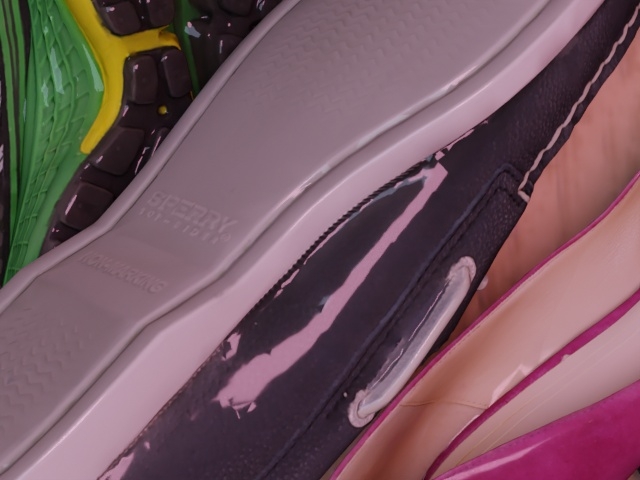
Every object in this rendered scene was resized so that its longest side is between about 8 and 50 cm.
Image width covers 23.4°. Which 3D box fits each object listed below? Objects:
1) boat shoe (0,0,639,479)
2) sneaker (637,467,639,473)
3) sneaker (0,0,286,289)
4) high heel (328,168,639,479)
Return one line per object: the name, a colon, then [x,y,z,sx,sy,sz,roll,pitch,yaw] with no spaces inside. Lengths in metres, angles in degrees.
boat shoe: [0.000,0.000,0.479,0.302,0.114,0.091,-42,126,-10]
sneaker: [0.180,0.112,0.490,0.087,0.130,0.227,-43,74,11]
sneaker: [-0.079,-0.045,0.564,0.146,0.134,0.343,16,104,48]
high heel: [0.096,0.005,0.480,0.244,0.117,0.082,-56,43,8]
